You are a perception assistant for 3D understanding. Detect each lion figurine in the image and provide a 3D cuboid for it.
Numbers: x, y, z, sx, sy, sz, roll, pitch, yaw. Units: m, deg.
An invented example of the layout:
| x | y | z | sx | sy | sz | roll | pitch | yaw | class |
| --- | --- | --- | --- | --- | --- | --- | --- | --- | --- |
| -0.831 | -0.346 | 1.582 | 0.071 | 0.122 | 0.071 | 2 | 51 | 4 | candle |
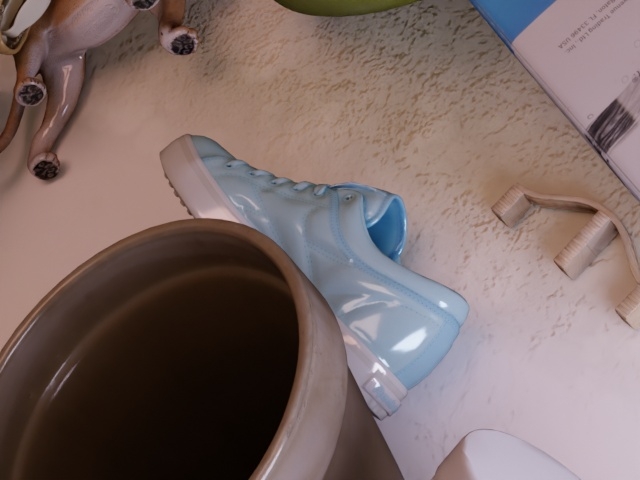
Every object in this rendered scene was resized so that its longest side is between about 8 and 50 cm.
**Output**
| x | y | z | sx | sy | sz | roll | pitch | yaw | class |
| --- | --- | --- | --- | --- | --- | --- | --- | --- | --- |
| -0.232 | -0.247 | 1.927 | 0.392 | 0.142 | 0.240 | -32 | 41 | 19 | lion figurine |

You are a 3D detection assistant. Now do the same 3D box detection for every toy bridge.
| x | y | z | sx | sy | sz | roll | pitch | yaw | class |
| --- | --- | --- | --- | --- | --- | --- | --- | --- | --- |
| 0.224 | 0.003 | 1.532 | 0.063 | 0.026 | 0.188 | -47 | 47 | -1 | toy bridge |

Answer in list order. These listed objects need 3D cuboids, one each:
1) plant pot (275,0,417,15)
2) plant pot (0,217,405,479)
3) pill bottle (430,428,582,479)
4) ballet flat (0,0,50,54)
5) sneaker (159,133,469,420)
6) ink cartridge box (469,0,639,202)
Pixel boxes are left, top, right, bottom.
| x | y | z | sx | sy | sz | roll | pitch | yaw | class |
| --- | --- | --- | --- | --- | --- | --- | --- | --- | --- |
| 0.031 | -0.315 | 1.684 | 0.274 | 0.275 | 0.293 | -68 | 11 | -19 | plant pot |
| -0.073 | 0.192 | 1.430 | 0.323 | 0.280 | 0.323 | -21 | 46 | 24 | plant pot |
| 0.063 | 0.300 | 1.285 | 0.334 | 0.188 | 0.188 | -54 | 44 | 20 | pill bottle |
| -0.283 | -0.291 | 1.886 | 0.073 | 0.080 | 0.232 | 29 | 91 | 37 | ballet flat |
| 0.000 | 0.000 | 1.629 | 0.150 | 0.135 | 0.366 | -41 | 56 | -4 | sneaker |
| 0.342 | -0.143 | 1.447 | 0.285 | 0.166 | 0.395 | -40 | 47 | 8 | ink cartridge box |
